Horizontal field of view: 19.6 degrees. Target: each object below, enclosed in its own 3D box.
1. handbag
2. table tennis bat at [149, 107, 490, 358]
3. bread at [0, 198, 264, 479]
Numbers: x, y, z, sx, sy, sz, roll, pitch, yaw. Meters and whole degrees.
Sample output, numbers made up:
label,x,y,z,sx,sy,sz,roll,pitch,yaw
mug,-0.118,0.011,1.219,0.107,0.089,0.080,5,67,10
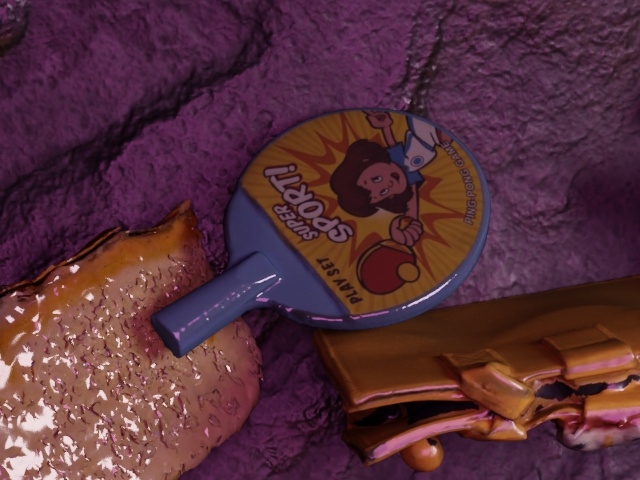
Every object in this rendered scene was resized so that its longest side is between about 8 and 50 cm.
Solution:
label,x,y,z,sx,sy,sz,roll,pitch,yaw
handbag,0.205,0.114,1.554,0.401,0.283,0.133,-7,92,-5
table tennis bat,0.000,0.000,1.609,0.329,0.044,0.215,-31,67,-19
bread,-0.244,0.150,1.634,0.315,0.279,0.248,-33,93,-47
